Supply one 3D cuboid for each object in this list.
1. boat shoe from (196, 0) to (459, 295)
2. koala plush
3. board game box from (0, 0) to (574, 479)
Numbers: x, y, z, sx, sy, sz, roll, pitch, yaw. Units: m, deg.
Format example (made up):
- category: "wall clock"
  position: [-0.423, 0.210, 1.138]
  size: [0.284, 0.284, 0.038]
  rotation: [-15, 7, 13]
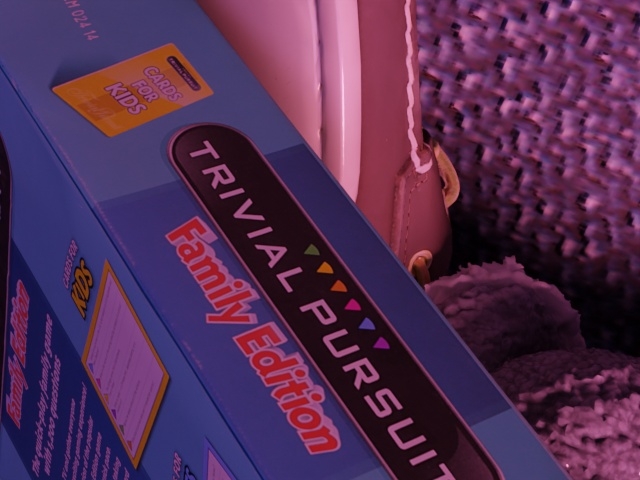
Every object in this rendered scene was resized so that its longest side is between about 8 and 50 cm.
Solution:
- category: "boat shoe"
  position: [0.000, 0.000, 0.543]
  size: [0.116, 0.097, 0.324]
  rotation: [34, 133, 42]
- category: "koala plush"
  position: [0.127, 0.105, 0.505]
  size: [0.221, 0.196, 0.203]
  rotation: [29, 119, -30]
- category: "board game box"
  position: [-0.030, 0.100, 0.461]
  size: [0.336, 0.079, 0.254]
  rotation: [54, 146, 30]
